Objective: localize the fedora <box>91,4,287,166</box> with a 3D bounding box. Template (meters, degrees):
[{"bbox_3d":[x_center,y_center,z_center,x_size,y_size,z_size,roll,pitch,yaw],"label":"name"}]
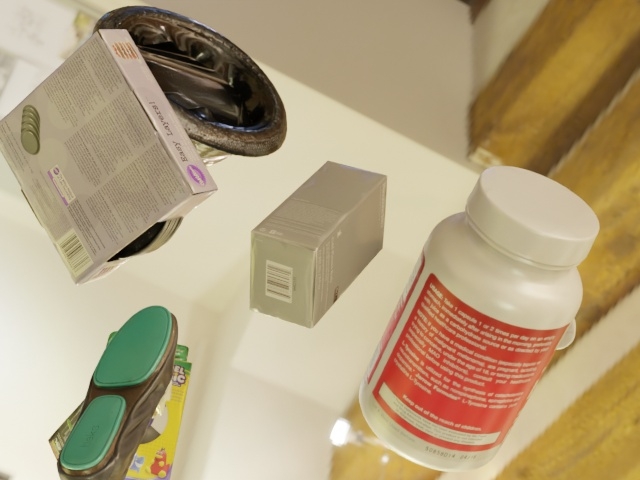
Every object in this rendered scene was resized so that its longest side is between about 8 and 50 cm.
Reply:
[{"bbox_3d":[-0.221,-0.208,1.831,0.152,0.334,0.334,-48,-159,33],"label":"fedora"}]

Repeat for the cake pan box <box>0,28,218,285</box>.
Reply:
[{"bbox_3d":[-0.288,-0.104,1.571,0.246,0.266,0.070,-37,170,32],"label":"cake pan box"}]

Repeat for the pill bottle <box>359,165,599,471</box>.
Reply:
[{"bbox_3d":[0.223,0.109,1.672,0.229,0.229,0.407,-87,-164,-58],"label":"pill bottle"}]

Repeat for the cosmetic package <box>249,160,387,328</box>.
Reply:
[{"bbox_3d":[0.000,0.000,1.587,0.238,0.107,0.127,-44,143,-50],"label":"cosmetic package"}]

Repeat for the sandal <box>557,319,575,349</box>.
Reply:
[{"bbox_3d":[0.350,0.113,2.124,0.265,0.076,0.101,19,-73,39],"label":"sandal"}]

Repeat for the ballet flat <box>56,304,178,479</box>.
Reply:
[{"bbox_3d":[-0.171,0.146,1.041,0.074,0.074,0.203,-52,-168,41],"label":"ballet flat"}]

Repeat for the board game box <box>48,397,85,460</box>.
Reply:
[{"bbox_3d":[-0.327,0.288,1.903,0.141,0.170,0.048,-48,-117,32],"label":"board game box"}]

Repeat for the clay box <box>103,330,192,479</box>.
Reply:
[{"bbox_3d":[-0.264,0.244,1.714,0.053,0.128,0.222,140,-39,-68],"label":"clay box"}]
